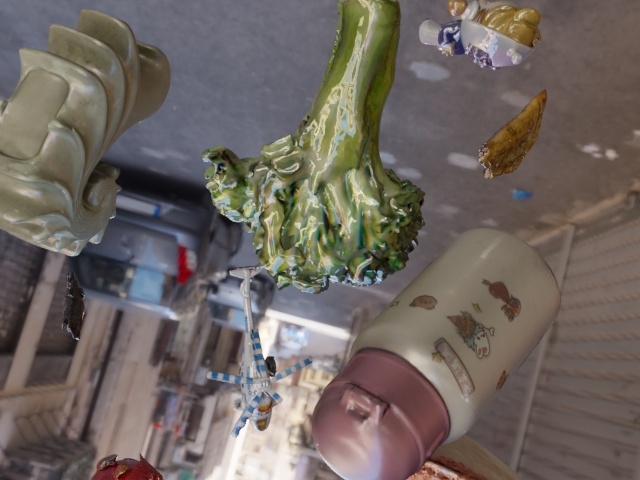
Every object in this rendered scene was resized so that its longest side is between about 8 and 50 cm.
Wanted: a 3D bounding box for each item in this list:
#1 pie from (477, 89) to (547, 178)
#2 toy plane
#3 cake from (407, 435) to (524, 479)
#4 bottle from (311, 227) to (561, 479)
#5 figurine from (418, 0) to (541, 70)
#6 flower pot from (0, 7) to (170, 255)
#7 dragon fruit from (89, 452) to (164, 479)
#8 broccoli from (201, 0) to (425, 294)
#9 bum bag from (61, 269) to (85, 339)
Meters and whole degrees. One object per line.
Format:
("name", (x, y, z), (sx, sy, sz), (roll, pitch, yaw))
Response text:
("pie", (0.275, -0.141, 1.277), (0.034, 0.170, 0.092), (25, 138, 36))
("toy plane", (-0.127, 0.191, 1.547), (0.182, 0.273, 0.107), (-23, 175, -22))
("cake", (0.101, 0.297, 0.784), (0.160, 0.262, 0.158), (12, -175, 11))
("bottle", (0.086, 0.092, 0.685), (0.110, 0.233, 0.110), (26, 137, 27))
("figurine", (0.291, -0.396, 1.709), (0.274, 0.133, 0.194), (16, 179, 36))
("flower pot", (-0.376, -0.170, 1.358), (0.165, 0.367, 0.254), (22, 172, 19))
("dragon fruit", (-0.337, 0.430, 1.489), (0.136, 0.166, 0.133), (49, 175, -14))
("broccoli", (-0.010, -0.089, 0.825), (0.199, 0.274, 0.177), (-4, -159, 14))
("bum bag", (-0.409, 0.110, 1.483), (0.034, 0.124, 0.058), (-6, 142, -2))
